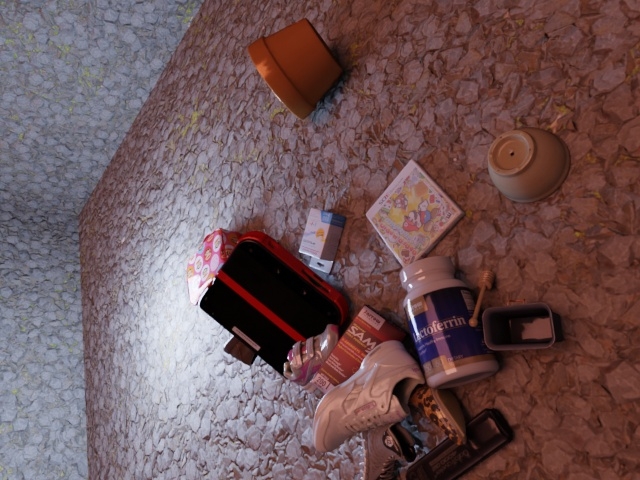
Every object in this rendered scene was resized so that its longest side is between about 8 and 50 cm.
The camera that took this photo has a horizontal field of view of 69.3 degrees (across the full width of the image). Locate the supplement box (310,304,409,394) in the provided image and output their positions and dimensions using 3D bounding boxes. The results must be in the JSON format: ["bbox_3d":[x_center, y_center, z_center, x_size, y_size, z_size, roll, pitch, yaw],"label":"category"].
[{"bbox_3d":[0.099,0.293,1.156,0.130,0.073,0.239,34,91,19],"label":"supplement box"}]

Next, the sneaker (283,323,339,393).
[{"bbox_3d":[-0.028,0.323,1.281,0.103,0.111,0.252,-89,24,-59],"label":"sneaker"}]

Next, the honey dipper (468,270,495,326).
[{"bbox_3d":[0.337,0.122,0.976,0.031,0.030,0.160,-22,20,42],"label":"honey dipper"}]

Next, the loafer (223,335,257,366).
[{"bbox_3d":[-0.161,0.273,1.495,0.130,0.134,0.366,45,116,4],"label":"loafer"}]

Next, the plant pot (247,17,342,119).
[{"bbox_3d":[-0.066,-0.570,1.503,0.204,0.291,0.290,-34,55,17],"label":"plant pot"}]

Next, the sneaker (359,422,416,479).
[{"bbox_3d":[0.160,0.510,1.065,0.132,0.086,0.228,-1,99,46],"label":"sneaker"}]

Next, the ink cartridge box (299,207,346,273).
[{"bbox_3d":[0.000,0.000,1.418,0.104,0.062,0.181,17,93,48],"label":"ink cartridge box"}]

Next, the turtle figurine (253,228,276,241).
[{"bbox_3d":[-0.187,0.063,1.559,0.175,0.118,0.234,-20,52,39],"label":"turtle figurine"}]

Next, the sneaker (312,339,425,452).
[{"bbox_3d":[0.101,0.365,1.023,0.305,0.114,0.152,-49,39,2],"label":"sneaker"}]

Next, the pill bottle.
[{"bbox_3d":[0.271,0.176,1.018,0.153,0.153,0.264,-36,55,35],"label":"pill bottle"}]

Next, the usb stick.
[{"bbox_3d":[0.292,0.463,0.998,0.278,0.045,0.077,-51,52,25],"label":"usb stick"}]

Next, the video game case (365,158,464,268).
[{"bbox_3d":[0.237,-0.069,1.212,0.206,0.026,0.226,-52,48,25],"label":"video game case"}]

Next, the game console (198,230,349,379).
[{"bbox_3d":[-0.143,0.193,1.369,0.387,0.060,0.342,39,118,3],"label":"game console"}]

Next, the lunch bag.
[{"bbox_3d":[-0.411,0.092,1.787,0.293,0.120,0.258,-41,52,33],"label":"lunch bag"}]

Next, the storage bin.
[{"bbox_3d":[0.407,0.168,0.920,0.135,0.091,0.098,-16,68,43],"label":"storage bin"}]

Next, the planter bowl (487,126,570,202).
[{"bbox_3d":[0.423,-0.170,0.981,0.162,0.109,0.161,-15,69,45],"label":"planter bowl"}]

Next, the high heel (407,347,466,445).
[{"bbox_3d":[0.215,0.397,1.054,0.186,0.093,0.261,-54,32,16],"label":"high heel"}]
